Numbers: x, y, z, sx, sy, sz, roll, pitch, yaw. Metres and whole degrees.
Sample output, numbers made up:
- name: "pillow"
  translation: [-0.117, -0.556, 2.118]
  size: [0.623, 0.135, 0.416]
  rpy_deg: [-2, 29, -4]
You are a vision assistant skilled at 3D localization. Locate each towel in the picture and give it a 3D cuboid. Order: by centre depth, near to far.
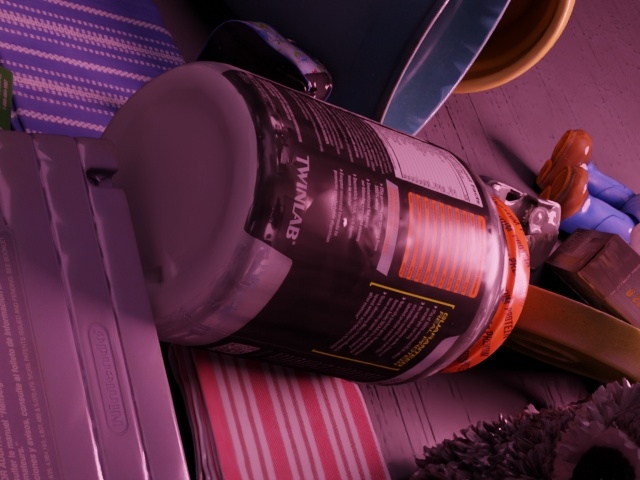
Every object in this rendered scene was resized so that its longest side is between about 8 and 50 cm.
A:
- name: "towel"
  translation: [-0.026, 0.155, 1.208]
  size: [0.197, 0.029, 0.144]
  rpy_deg: [19, 41, -38]
- name: "towel"
  translation: [-0.182, -0.100, 1.321]
  size: [0.243, 0.040, 0.336]
  rpy_deg: [7, 49, -46]

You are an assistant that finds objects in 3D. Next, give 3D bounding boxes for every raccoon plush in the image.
- name: "raccoon plush"
  translation: [0.253, 0.154, 1.240]
  size: [0.216, 0.299, 0.446]
  rpy_deg: [46, 32, -9]

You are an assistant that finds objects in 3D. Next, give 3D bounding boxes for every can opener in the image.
- name: "can opener"
  translation: [0.131, -0.036, 1.570]
  size: [0.283, 0.076, 0.095]
  rpy_deg: [15, 11, -37]

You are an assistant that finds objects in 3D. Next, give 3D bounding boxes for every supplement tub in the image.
- name: "supplement tub"
  translation: [0.000, 0.000, 1.210]
  size: [0.338, 0.207, 0.207]
  rpy_deg: [18, 41, -45]

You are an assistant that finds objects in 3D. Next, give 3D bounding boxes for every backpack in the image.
- name: "backpack"
  translation: [-0.056, -0.145, 1.440]
  size: [0.114, 0.105, 0.084]
  rpy_deg: [44, 24, 14]

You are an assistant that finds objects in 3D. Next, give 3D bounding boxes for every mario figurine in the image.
- name: "mario figurine"
  translation: [0.408, -0.022, 1.735]
  size: [0.321, 0.170, 0.198]
  rpy_deg: [28, 70, -11]

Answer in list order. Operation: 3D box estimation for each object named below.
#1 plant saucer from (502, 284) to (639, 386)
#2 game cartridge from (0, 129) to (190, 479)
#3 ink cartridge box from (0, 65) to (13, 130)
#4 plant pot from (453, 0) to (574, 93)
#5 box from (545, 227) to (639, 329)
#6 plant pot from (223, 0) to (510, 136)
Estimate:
- name: "plant saucer"
  translation: [0.209, 0.084, 1.416]
  size: [0.241, 0.037, 0.241]
  rpy_deg: [22, -8, 3]
- name: "game cartridge"
  translation: [-0.198, 0.097, 0.984]
  size: [0.230, 0.068, 0.355]
  rpy_deg: [1, 69, -42]
- name: "ink cartridge box"
  translation: [-0.330, -0.089, 1.091]
  size: [0.208, 0.087, 0.153]
  rpy_deg: [25, 38, -29]
- name: "plant pot"
  translation: [0.167, -0.304, 1.753]
  size: [0.254, 0.254, 0.239]
  rpy_deg: [45, 16, 1]
- name: "box"
  translation: [0.322, 0.070, 1.552]
  size: [0.183, 0.056, 0.231]
  rpy_deg: [43, 2, -2]
- name: "plant pot"
  translation: [0.032, -0.265, 1.543]
  size: [0.255, 0.271, 0.272]
  rpy_deg: [35, 31, 12]
